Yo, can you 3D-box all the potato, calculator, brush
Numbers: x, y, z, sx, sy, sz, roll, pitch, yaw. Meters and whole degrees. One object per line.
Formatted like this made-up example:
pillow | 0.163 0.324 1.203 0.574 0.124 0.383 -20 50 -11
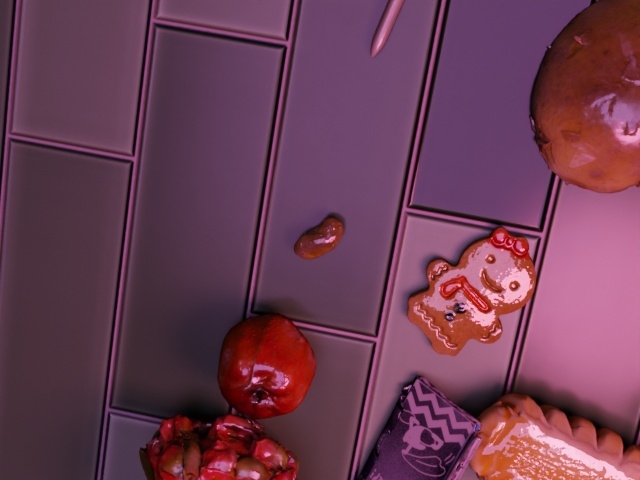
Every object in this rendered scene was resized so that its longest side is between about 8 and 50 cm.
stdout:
potato | 0.000 0.000 1.323 0.092 0.045 0.046 -35 60 10
calculator | 0.147 0.371 1.342 0.165 0.028 0.274 38 108 41
brush | 0.134 -0.412 1.223 0.039 0.042 0.299 25 105 -1
potato | 0.430 -0.211 1.196 0.239 0.116 0.299 23 102 6

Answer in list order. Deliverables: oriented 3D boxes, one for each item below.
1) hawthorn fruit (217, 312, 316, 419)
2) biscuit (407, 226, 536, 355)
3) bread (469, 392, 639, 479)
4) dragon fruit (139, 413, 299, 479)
hawthorn fruit | -0.089 0.208 1.303 0.156 0.194 0.157 2 113 4
biscuit | 0.247 0.083 1.315 0.225 0.036 0.166 -38 94 12
bread | 0.382 0.355 1.309 0.311 0.121 0.173 27 101 3
dragon fruit | -0.154 0.410 1.336 0.303 0.231 0.237 47 109 12
